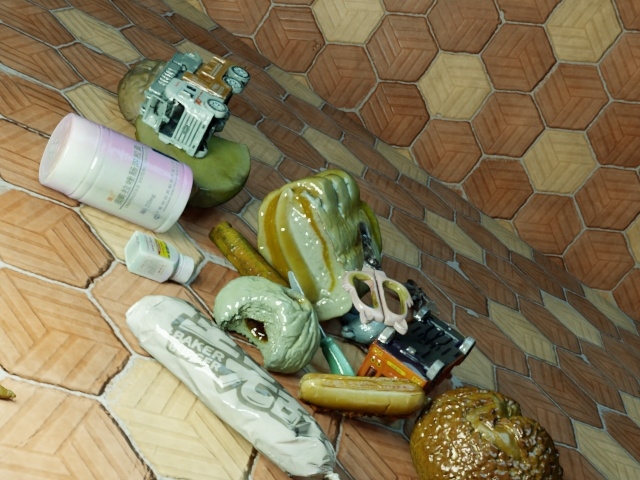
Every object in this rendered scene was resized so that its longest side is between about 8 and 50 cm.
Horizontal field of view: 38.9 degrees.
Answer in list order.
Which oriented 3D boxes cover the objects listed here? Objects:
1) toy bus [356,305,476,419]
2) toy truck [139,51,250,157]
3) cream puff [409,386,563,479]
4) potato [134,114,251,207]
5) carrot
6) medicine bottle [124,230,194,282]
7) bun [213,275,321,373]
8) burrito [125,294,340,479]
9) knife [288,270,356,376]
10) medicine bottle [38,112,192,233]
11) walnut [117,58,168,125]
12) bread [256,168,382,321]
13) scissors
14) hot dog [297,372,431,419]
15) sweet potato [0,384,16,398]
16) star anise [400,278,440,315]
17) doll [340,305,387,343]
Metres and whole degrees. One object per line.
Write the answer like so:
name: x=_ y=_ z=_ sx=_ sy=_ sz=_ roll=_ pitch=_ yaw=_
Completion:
toy bus: x=0.196 y=0.247 z=1.858 sx=0.143 sy=0.153 sz=0.329 roll=35 pitch=20 yaw=17
toy truck: x=-0.290 y=-0.314 z=2.018 sx=0.184 sy=0.133 sz=0.338 roll=28 pitch=32 yaw=-5
cream puff: x=0.308 y=0.391 z=1.643 sx=0.303 sy=0.212 sz=0.303 roll=28 pitch=19 yaw=-10
potato: x=-0.287 y=-0.144 z=2.008 sx=0.269 sy=0.112 sz=0.255 roll=14 pitch=32 yaw=-21
carrot: x=-0.141 y=0.054 z=1.861 sx=0.260 sy=0.070 sz=0.070 roll=46 pitch=22 yaw=30
medicine bottle: x=-0.296 y=0.037 z=1.666 sx=0.118 sy=0.055 sz=0.074 roll=24 pitch=22 yaw=-31
bun: x=-0.088 y=0.142 z=1.673 sx=0.212 sy=0.126 sz=0.204 roll=29 pitch=19 yaw=-17
burrito: x=-0.122 y=0.243 z=1.432 sx=0.445 sy=0.101 sz=0.139 roll=40 pitch=9 yaw=16
knife: x=-0.003 y=0.177 z=1.757 sx=0.035 sy=0.063 sz=0.260 roll=-22 pitch=72 yaw=-21
medicine bottle: x=-0.390 y=-0.126 z=1.732 sx=0.254 sy=0.152 sz=0.152 roll=24 pitch=23 yaw=-31
walnut: x=-0.402 y=-0.342 z=2.181 sx=0.178 sy=0.178 sz=0.230 roll=29 pitch=26 yaw=-20
bread: x=0.000 y=0.000 z=1.996 sx=0.300 sy=0.210 sz=0.341 roll=69 pitch=25 yaw=-8
scissors: x=0.106 y=0.061 z=1.836 sx=0.160 sy=0.024 sz=0.317 roll=15 pitch=37 yaw=-21
hot dog: x=0.082 y=0.284 z=1.630 sx=0.249 sy=0.076 sz=0.102 roll=5 pitch=-3 yaw=-12
sweet potato: x=-0.445 y=0.173 z=1.171 sx=0.115 sy=0.026 sz=0.026 roll=38 pitch=20 yaw=-4
star anise: x=0.252 y=0.148 z=2.305 sx=0.129 sy=0.056 sz=0.124 roll=43 pitch=20 yaw=17
doll: x=0.099 y=0.188 z=1.979 sx=0.120 sy=0.075 sz=0.180 roll=-5 pitch=4 yaw=-3
